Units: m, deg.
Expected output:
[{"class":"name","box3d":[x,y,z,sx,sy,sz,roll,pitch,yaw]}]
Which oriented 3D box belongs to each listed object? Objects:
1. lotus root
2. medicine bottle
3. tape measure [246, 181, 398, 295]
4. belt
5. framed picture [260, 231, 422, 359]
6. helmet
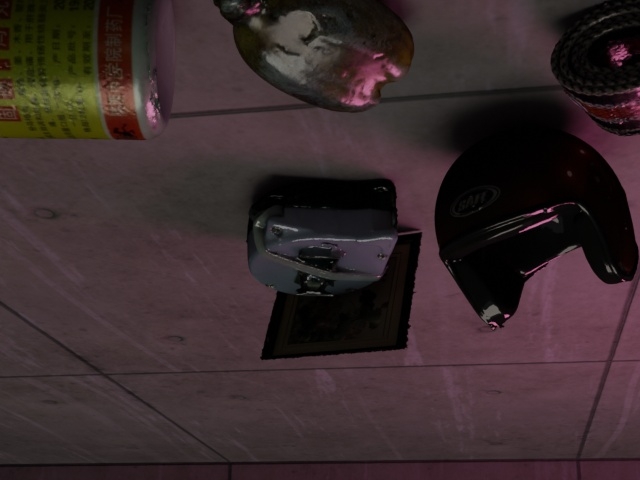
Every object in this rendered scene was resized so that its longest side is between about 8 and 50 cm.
[{"class":"lotus root","box3d":[-0.007,-0.170,0.821,0.192,0.088,0.113,20,135,-36]},{"class":"medicine bottle","box3d":[-0.236,-0.153,0.806,0.225,0.139,0.139,1,157,0]},{"class":"tape measure","box3d":[-0.001,0.002,1.213,0.182,0.107,0.181,-1,151,0]},{"class":"belt","box3d":[0.367,-0.164,0.787,0.359,0.126,0.094,-6,166,32]},{"class":"framed picture","box3d":[0.030,0.072,1.274,0.199,0.195,0.010,-8,135,22]},{"class":"helmet","box3d":[0.218,-0.020,1.026,0.189,0.193,0.216,-24,157,39]}]
